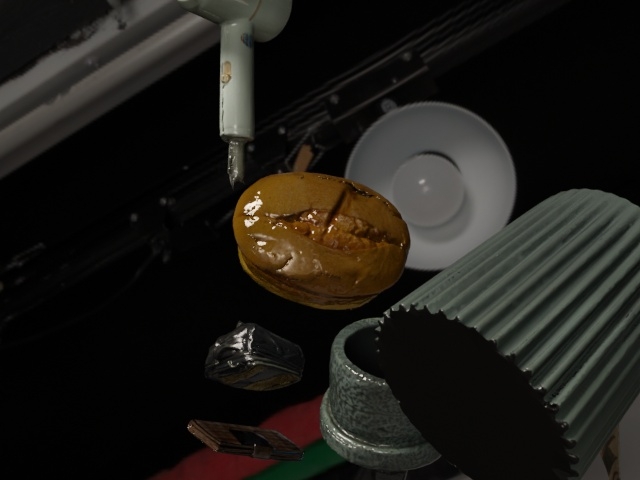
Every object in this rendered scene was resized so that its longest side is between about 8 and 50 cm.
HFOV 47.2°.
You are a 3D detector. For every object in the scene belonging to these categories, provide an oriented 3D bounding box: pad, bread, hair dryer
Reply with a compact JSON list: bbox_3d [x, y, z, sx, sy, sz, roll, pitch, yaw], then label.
[{"bbox_3d":[0.631,0.407,1.633,0.004,0.330,0.220,-5,-76,11],"label":"pad"},{"bbox_3d":[0.000,0.000,1.111,0.270,0.195,0.142,13,-26,-5],"label":"bread"},{"bbox_3d":[-0.131,-0.252,1.092,0.108,0.357,0.173,-8,-10,39],"label":"hair dryer"}]

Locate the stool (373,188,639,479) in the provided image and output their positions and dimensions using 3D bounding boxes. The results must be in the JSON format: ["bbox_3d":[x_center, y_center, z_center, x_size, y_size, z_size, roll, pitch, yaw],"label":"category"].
[{"bbox_3d":[0.286,0.115,0.951,0.330,0.297,0.297,-36,-33,-29],"label":"stool"}]

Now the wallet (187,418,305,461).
[{"bbox_3d":[-0.151,0.413,1.513,0.230,0.124,0.042,24,-95,-40],"label":"wallet"}]

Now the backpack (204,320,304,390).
[{"bbox_3d":[-0.167,0.281,1.703,0.206,0.133,0.258,27,-39,-30],"label":"backpack"}]

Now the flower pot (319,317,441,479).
[{"bbox_3d":[0.141,0.327,1.521,0.299,0.299,0.282,-6,-64,-15],"label":"flower pot"}]
